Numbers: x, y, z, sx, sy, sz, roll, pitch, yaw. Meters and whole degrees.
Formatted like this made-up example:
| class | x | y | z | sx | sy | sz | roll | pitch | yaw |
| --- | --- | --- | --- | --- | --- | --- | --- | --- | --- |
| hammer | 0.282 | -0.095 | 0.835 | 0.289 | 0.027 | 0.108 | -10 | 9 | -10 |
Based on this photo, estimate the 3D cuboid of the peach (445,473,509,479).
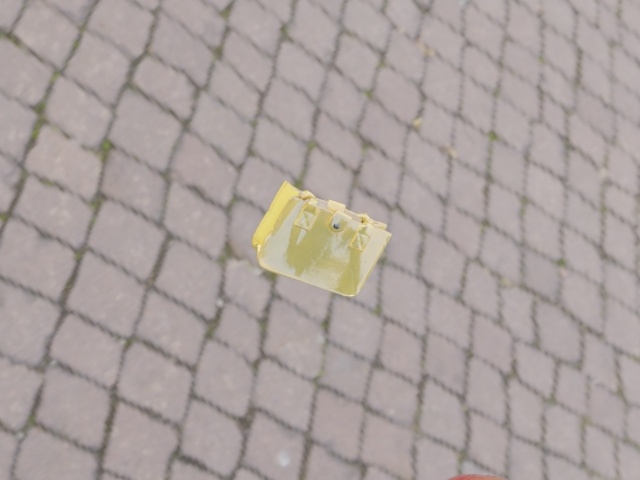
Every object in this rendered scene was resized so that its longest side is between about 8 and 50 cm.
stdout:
| class | x | y | z | sx | sy | sz | roll | pitch | yaw |
| --- | --- | --- | --- | --- | --- | --- | --- | --- | --- |
| peach | 0.171 | 0.334 | 1.311 | 0.243 | 0.199 | 0.243 | 46 | 23 | -26 |

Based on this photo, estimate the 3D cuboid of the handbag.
| class | x | y | z | sx | sy | sz | roll | pitch | yaw |
| --- | --- | --- | --- | --- | --- | --- | --- | --- | --- |
| handbag | 0.000 | 0.000 | 0.985 | 0.083 | 0.061 | 0.027 | 19 | 24 | -21 |
